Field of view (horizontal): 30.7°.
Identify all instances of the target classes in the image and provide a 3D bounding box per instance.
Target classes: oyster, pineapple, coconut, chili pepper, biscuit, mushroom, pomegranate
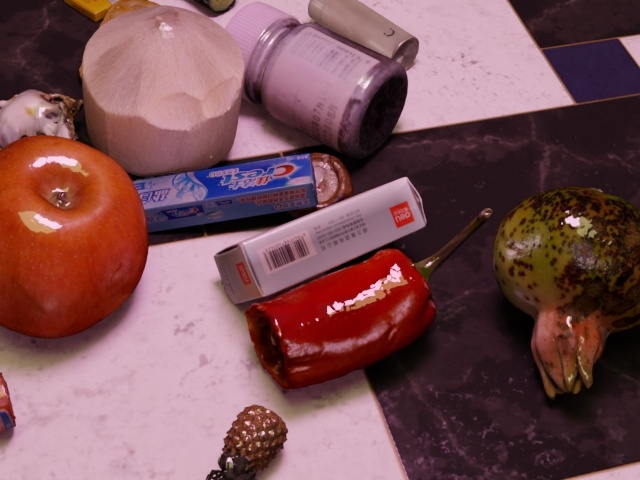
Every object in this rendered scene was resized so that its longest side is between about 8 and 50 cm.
[{"bbox_3d":[-0.458,-0.134,1.720,0.223,0.083,0.214,-10,42,2],"label":"oyster"},{"bbox_3d":[-0.100,0.272,1.378,0.074,0.074,0.159,22,58,16],"label":"pineapple"},{"bbox_3d":[-0.231,-0.226,1.693,0.238,0.265,0.237,8,48,-8],"label":"coconut"},{"bbox_3d":[0.079,0.082,1.515,0.338,0.134,0.131,-23,94,-19],"label":"chili pepper"},{"bbox_3d":[-0.321,-0.327,1.940,0.119,0.029,0.247,9,47,5],"label":"biscuit"},{"bbox_3d":[-0.011,-0.076,1.711,0.123,0.052,0.123,-2,49,3],"label":"mushroom"},{"bbox_3d":[0.341,0.066,1.537,0.222,0.276,0.204,3,4,26],"label":"pomegranate"}]

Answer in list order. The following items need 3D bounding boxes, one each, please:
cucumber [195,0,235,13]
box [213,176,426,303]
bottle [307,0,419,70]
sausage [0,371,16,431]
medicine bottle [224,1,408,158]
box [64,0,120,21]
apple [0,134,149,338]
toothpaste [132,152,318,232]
[{"bbox_3d":[-0.241,-0.469,2.063,0.211,0.062,0.078,34,20,32],"label":"cucumber"},{"bbox_3d":[0.000,0.000,1.581,0.269,0.135,0.079,-23,92,-22],"label":"box"},{"bbox_3d":[0.071,-0.358,1.965,0.072,0.072,0.201,-34,58,-30],"label":"bottle"},{"bbox_3d":[-0.503,0.230,1.382,0.274,0.074,0.074,-16,50,-17],"label":"sausage"},{"bbox_3d":[-0.015,-0.250,1.799,0.273,0.165,0.165,29,52,24],"label":"medicine bottle"},{"bbox_3d":[-0.366,-0.442,2.049,0.087,0.023,0.155,36,55,23],"label":"box"},{"bbox_3d":[-0.351,-0.010,1.528,0.252,0.206,0.271,15,47,5],"label":"apple"},{"bbox_3d":[-0.142,-0.067,1.662,0.272,0.053,0.066,-8,46,4],"label":"toothpaste"}]
